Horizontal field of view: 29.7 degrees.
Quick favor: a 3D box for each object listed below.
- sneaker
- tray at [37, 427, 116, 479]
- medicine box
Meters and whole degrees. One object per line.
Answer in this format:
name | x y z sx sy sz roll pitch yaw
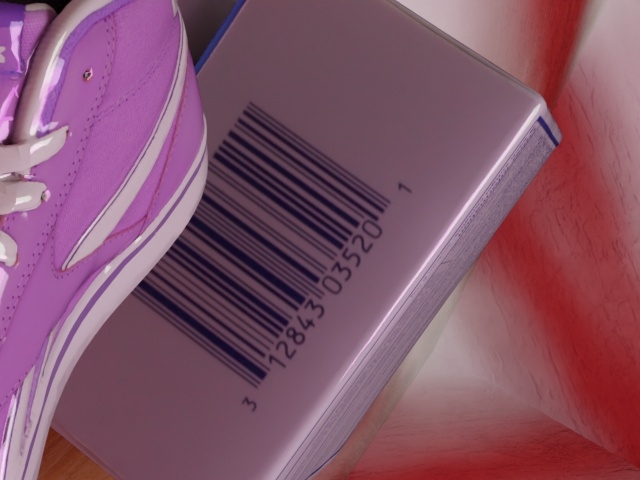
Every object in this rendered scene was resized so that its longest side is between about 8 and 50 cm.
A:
sneaker | -0.126 0.006 0.368 0.161 0.102 0.282 95 16 -57
tray | -0.216 0.257 0.639 0.411 0.076 0.202 -44 160 -54
medicine box | 0.000 0.000 0.687 0.263 0.149 0.289 -55 171 9
